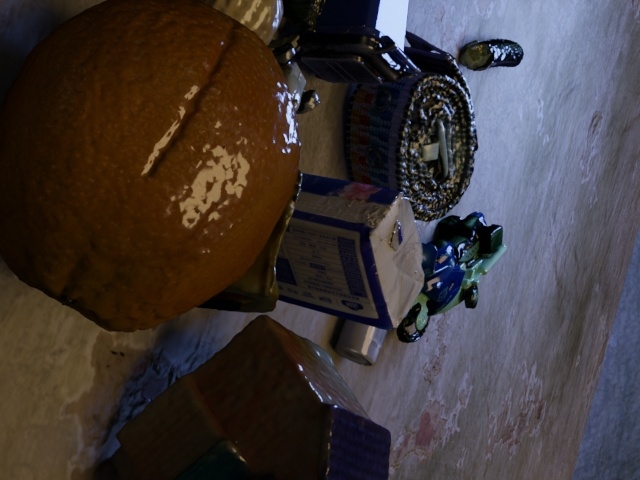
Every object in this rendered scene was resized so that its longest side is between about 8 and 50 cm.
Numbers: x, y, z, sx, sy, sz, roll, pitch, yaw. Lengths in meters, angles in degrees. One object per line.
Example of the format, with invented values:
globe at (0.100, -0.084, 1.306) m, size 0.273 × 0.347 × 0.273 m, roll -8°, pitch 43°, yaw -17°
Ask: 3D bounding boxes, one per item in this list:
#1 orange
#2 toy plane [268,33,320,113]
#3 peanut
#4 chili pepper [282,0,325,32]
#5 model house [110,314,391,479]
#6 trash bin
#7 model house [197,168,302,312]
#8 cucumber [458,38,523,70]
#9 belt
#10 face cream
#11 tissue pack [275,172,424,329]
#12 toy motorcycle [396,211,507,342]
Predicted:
orange at (-0.187, -0.080, 1.222) m, size 0.356 × 0.322 × 0.322 m, roll -67°, pitch 149°, yaw -24°
toy plane at (-0.061, -0.219, 1.534) m, size 0.092 × 0.108 × 0.286 m, roll 60°, pitch 22°, yaw -27°
peanut at (-0.142, -0.235, 1.456) m, size 0.256 × 0.124 × 0.123 m, roll -60°, pitch 147°, yaw -11°
chili pepper at (-0.019, -0.427, 1.588) m, size 0.116 × 0.148 × 0.264 m, roll 16°, pitch 90°, yaw -42°
model house at (-0.073, 0.309, 1.507) m, size 0.312 × 0.280 × 0.245 m, roll -41°, pitch 149°, yaw 4°
trash bin at (0.065, -0.361, 1.714) m, size 0.162 × 0.184 × 0.234 m, roll 31°, pitch 68°, yaw -61°
model house at (-0.113, -0.032, 1.473) m, size 0.173 × 0.268 × 0.239 m, roll 30°, pitch 69°, yaw -48°
cucumber at (0.362, -0.381, 2.328) m, size 0.245 × 0.067 × 0.067 m, roll -21°, pitch 118°, yaw -57°
belt at (0.143, -0.181, 1.937) m, size 0.207 × 0.161 × 0.295 m, roll -36°, pitch 131°, yaw -27°
face cream at (0.108, 0.088, 2.053) m, size 0.269 × 0.073 × 0.107 m, roll -68°, pitch 153°, yaw -16°
tissue pack at (0.000, 0.000, 1.631) m, size 0.137 × 0.270 × 0.209 m, roll -57°, pitch 144°, yaw -31°
toy motorcycle at (0.235, 0.055, 2.225) m, size 0.331 × 0.125 × 0.196 m, roll -39°, pitch 134°, yaw -43°
